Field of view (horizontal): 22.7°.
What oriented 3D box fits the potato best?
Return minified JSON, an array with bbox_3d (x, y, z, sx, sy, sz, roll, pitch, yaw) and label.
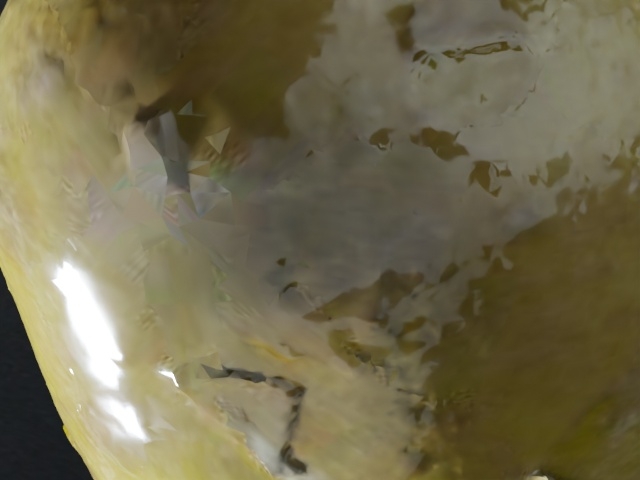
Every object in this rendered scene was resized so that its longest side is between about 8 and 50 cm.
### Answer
[{"bbox_3d":[0.000,0.000,0.450,0.116,0.239,0.299,-45,-35,-59],"label":"potato"}]
